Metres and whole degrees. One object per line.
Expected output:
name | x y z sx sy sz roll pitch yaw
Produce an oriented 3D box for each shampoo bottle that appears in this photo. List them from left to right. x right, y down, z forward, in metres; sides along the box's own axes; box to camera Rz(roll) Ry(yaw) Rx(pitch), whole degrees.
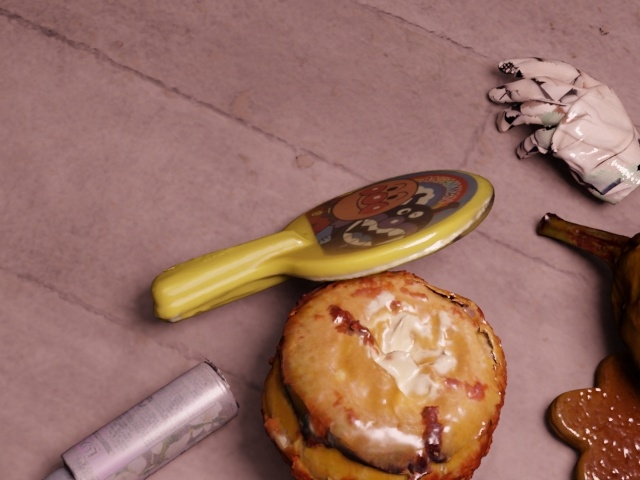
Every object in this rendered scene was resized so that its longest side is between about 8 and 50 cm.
shampoo bottle | -0.182 0.200 0.975 0.214 0.072 0.072 -33 72 -20

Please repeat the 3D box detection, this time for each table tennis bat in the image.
table tennis bat | 0.000 0.000 1.038 0.368 0.224 0.054 -20 110 -3

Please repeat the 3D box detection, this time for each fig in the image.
fig | 0.340 0.041 1.020 0.290 0.190 0.190 38 67 20

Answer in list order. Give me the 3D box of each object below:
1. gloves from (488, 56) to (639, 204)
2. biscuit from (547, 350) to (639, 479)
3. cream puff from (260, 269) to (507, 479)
gloves | 0.287 -0.141 1.160 0.127 0.111 0.212 -40 82 -15
biscuit | 0.357 0.193 1.045 0.236 0.039 0.180 -11 62 -10
cream puff | 0.059 0.146 0.972 0.240 0.164 0.240 8 50 -10
